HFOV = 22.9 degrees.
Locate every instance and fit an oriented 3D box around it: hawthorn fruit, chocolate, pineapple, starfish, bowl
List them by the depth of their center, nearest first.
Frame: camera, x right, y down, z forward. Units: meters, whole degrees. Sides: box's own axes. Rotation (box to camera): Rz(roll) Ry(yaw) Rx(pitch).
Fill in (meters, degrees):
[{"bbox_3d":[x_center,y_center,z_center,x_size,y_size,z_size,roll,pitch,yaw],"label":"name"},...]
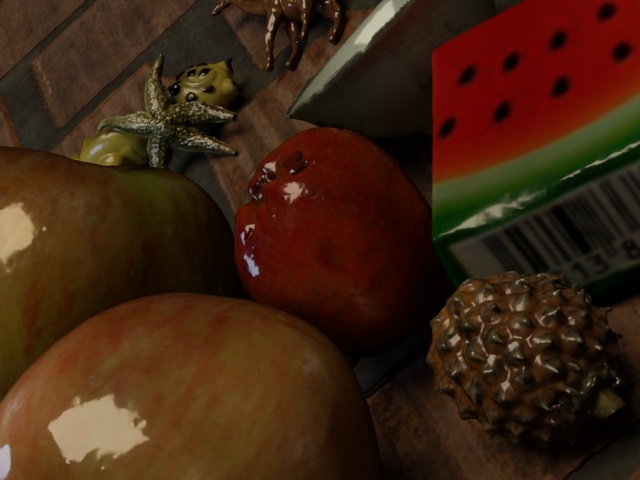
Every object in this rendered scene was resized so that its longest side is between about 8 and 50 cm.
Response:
[{"bbox_3d":[0.199,0.111,1.433,0.193,0.166,0.166,30,78,39],"label":"pineapple"},{"bbox_3d":[0.273,-0.116,1.572,0.360,0.161,0.341,-26,39,28],"label":"chocolate"},{"bbox_3d":[0.043,0.026,1.603,0.211,0.299,0.211,-51,0,0],"label":"hawthorn fruit"},{"bbox_3d":[0.113,-0.209,1.835,0.313,0.146,0.313,-44,9,9],"label":"bowl"},{"bbox_3d":[-0.215,-0.149,2.183,0.223,0.050,0.217,5,97,26],"label":"starfish"}]

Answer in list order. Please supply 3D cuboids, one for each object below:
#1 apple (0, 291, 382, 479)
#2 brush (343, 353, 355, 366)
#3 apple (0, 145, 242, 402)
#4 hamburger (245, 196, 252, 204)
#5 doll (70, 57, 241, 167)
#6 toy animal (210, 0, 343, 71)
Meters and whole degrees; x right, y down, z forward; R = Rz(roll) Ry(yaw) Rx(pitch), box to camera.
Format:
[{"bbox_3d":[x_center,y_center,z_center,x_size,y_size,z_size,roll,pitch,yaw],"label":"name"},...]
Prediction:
[{"bbox_3d":[-0.129,0.234,1.464,0.391,0.391,0.346,-21,21,33],"label":"apple"},{"bbox_3d":[-0.081,0.203,1.725,0.282,0.054,0.048,-43,24,4],"label":"brush"},{"bbox_3d":[-0.283,0.069,1.793,0.400,0.400,0.334,6,90,50],"label":"apple"},{"bbox_3d":[0.000,0.000,1.789,0.189,0.122,0.215,-38,38,5],"label":"hamburger"},{"bbox_3d":[-0.237,-0.162,2.255,0.291,0.086,0.117,-32,41,16],"label":"doll"},{"bbox_3d":[-0.068,-0.325,2.254,0.224,0.066,0.230,-31,47,28],"label":"toy animal"}]
